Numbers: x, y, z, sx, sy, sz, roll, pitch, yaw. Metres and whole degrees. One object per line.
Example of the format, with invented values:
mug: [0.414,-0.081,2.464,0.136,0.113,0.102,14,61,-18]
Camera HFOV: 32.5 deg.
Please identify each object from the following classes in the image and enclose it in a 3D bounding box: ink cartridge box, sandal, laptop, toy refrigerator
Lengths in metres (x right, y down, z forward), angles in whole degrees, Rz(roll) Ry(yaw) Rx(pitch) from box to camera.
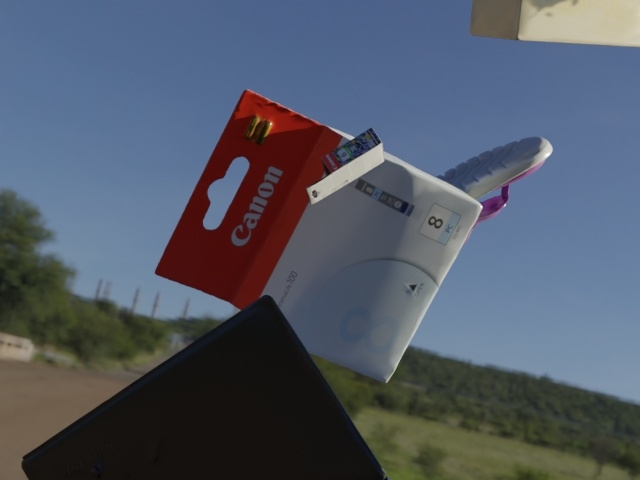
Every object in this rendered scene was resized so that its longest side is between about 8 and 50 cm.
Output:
ink cartridge box: [0.027,-0.095,1.418,0.029,0.115,0.063,58,-5,19]
sandal: [0.205,-0.042,1.785,0.416,0.169,0.102,-28,-76,28]
laptop: [-0.093,0.354,1.421,0.408,0.382,0.236,54,4,-45]
toy refrigerator: [0.353,-0.333,1.584,0.269,0.094,0.102,-3,15,-33]
ink cartridge box: [0.000,0.000,1.589,0.385,0.308,0.091,23,11,-22]
